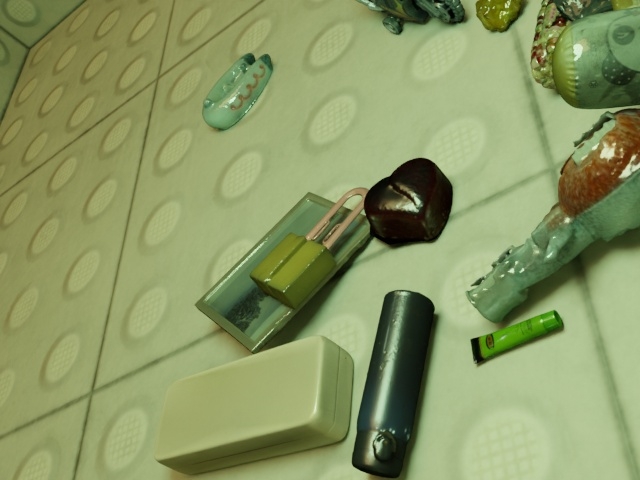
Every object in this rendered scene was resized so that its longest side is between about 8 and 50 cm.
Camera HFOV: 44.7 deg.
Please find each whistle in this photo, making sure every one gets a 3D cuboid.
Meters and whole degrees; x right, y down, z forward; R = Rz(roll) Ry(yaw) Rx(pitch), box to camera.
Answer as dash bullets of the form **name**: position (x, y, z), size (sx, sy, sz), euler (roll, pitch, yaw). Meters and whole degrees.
- **whistle**: position (0.313, -0.037, 0.934), size (0.346, 0.134, 0.142), euler (-47, 21, 20)

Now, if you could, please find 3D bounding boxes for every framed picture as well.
- **framed picture**: position (-0.059, 0.043, 1.290), size (0.289, 0.016, 0.213), euler (-45, 35, -13)

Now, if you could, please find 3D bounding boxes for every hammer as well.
- **hammer**: position (0.376, -0.291, 0.937), size (0.202, 0.113, 0.305), euler (-3, 55, 13)

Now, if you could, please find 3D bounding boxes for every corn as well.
- **corn**: position (0.371, -0.338, 1.158), size (0.092, 0.092, 0.280), euler (-12, 47, 40)

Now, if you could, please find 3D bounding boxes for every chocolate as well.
- **chocolate**: position (0.125, -0.056, 1.167), size (0.149, 0.080, 0.125), euler (-32, 43, 11)

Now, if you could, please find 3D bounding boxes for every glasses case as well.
- **glasses case**: position (-0.106, 0.252, 1.166), size (0.337, 0.076, 0.143), euler (-21, 46, 34)

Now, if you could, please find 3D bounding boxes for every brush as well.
- **brush**: position (0.000, 0.000, 1.237), size (0.233, 0.047, 0.103), euler (-47, 36, -17)

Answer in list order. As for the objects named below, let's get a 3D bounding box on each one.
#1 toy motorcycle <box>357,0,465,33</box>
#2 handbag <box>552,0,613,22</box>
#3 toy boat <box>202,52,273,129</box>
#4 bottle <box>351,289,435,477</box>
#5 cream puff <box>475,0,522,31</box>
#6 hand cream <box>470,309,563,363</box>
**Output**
- **toy motorcycle**: position (0.137, -0.474, 1.441), size (0.108, 0.173, 0.307), euler (-55, 38, -2)
- **handbag**: position (0.440, -0.292, 0.998), size (0.175, 0.089, 0.270), euler (-42, 51, 8)
- **toy boat**: position (-0.199, -0.349, 1.772), size (0.134, 0.079, 0.207), euler (25, 78, 50)
- **bottle**: position (0.095, 0.184, 1.012), size (0.082, 0.072, 0.244), euler (108, 177, -63)
- **cream puff**: position (0.299, -0.394, 1.297), size (0.083, 0.058, 0.083), euler (-22, 48, 32)
- **hand cream**: position (0.239, 0.118, 0.962), size (0.122, 0.023, 0.036), euler (-30, 45, 32)
